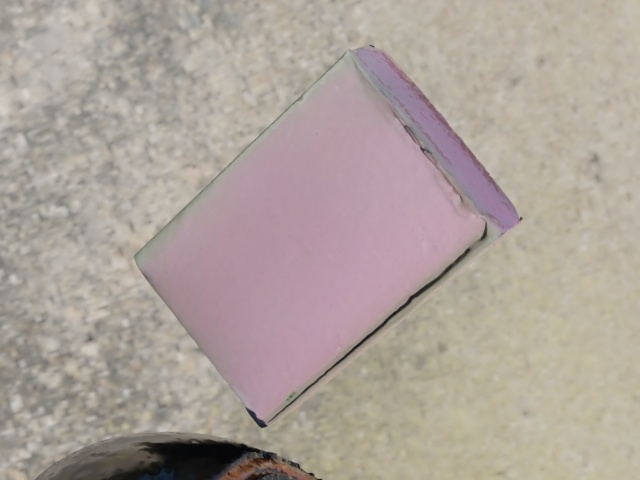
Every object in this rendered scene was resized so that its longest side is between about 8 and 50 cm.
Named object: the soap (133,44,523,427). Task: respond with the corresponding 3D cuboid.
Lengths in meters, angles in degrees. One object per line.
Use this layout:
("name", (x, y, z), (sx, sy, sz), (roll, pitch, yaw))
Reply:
("soap", (0.001, 0.000, 1.176), (0.181, 0.259, 0.081), (50, 25, 7))

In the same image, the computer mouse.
("computer mouse", (-0.102, 0.204, 1.132), (0.323, 0.182, 0.116), (23, 58, -61))
